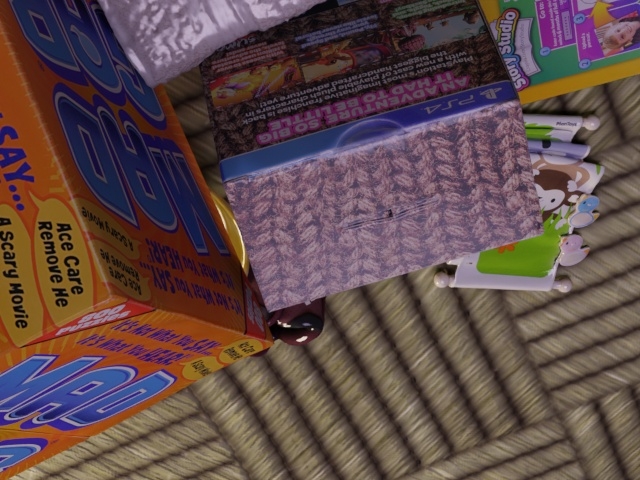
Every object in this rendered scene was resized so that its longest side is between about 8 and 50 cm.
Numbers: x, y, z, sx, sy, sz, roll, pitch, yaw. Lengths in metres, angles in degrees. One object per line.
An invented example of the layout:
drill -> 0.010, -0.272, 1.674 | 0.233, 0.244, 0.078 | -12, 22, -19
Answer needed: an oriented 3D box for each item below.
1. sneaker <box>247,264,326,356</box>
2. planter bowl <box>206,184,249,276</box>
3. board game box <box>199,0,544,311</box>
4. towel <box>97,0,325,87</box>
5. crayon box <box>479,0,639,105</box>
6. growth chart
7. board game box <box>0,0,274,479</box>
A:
sneaker -> 0.000, 0.000, 1.651 | 0.106, 0.162, 0.281 | 17, 124, -25
planter bowl -> -0.176, -0.007, 1.651 | 0.217, 0.090, 0.217 | -3, 128, -4
board game box -> 0.029, -0.114, 1.476 | 0.232, 0.291, 0.141 | -15, 131, 2
towel -> -0.117, -0.280, 1.393 | 0.187, 0.049, 0.282 | -25, 104, 10
crayon box -> 0.198, -0.254, 1.532 | 0.165, 0.081, 0.278 | -15, 131, 1
growth chart -> 0.196, -0.036, 1.759 | 0.172, 0.021, 0.237 | -4, 131, -10
board game box -> -0.305, -0.018, 1.353 | 0.356, 0.356, 0.356 | -27, 166, 10
